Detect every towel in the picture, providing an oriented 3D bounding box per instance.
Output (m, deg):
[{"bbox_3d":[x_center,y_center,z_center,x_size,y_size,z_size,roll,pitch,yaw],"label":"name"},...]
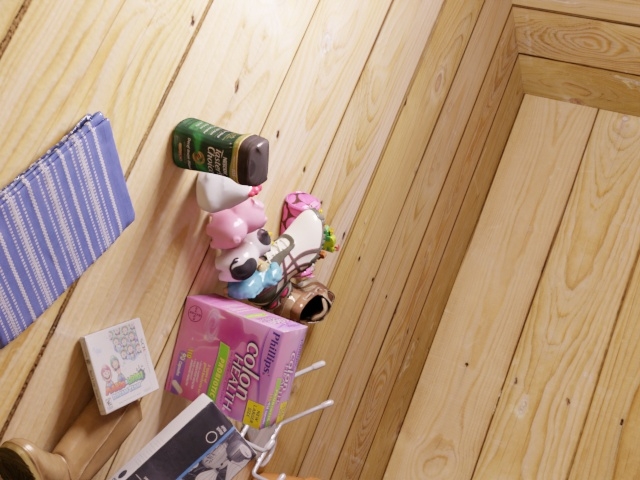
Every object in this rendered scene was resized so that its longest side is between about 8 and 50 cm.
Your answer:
[{"bbox_3d":[-0.421,-0.023,1.300,0.336,0.040,0.243,-52,151,-37],"label":"towel"}]

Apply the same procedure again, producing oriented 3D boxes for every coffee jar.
[{"bbox_3d":[-0.181,-0.163,1.545,0.079,0.184,0.096,-40,140,-53],"label":"coffee jar"}]

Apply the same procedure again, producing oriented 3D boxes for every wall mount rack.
[{"bbox_3d":[-0.096,0.485,2.264,0.304,0.130,0.350,-57,153,-34],"label":"wall mount rack"}]

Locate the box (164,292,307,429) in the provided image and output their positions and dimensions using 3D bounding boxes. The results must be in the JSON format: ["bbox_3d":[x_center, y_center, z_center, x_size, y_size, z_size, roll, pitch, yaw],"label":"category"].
[{"bbox_3d":[-0.180,0.250,1.764,0.117,0.243,0.213,0,106,-67],"label":"box"}]

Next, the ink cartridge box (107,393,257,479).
[{"bbox_3d":[-0.299,0.476,1.643,0.332,0.065,0.165,-42,112,-16],"label":"ink cartridge box"}]

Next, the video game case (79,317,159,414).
[{"bbox_3d":[-0.365,0.227,1.525,0.157,0.019,0.143,-18,92,-64],"label":"video game case"}]

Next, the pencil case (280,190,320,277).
[{"bbox_3d":[-0.048,-0.011,2.066,0.095,0.098,0.209,-19,123,-41],"label":"pencil case"}]

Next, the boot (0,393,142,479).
[{"bbox_3d":[-0.433,0.339,1.464,0.269,0.089,0.236,-55,154,-43],"label":"boot"}]

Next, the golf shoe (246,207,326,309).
[{"bbox_3d":[-0.087,0.039,1.953,0.120,0.105,0.273,23,102,-50],"label":"golf shoe"}]

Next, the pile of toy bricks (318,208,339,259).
[{"bbox_3d":[0.000,0.000,2.178,0.118,0.105,0.212,-47,147,-46],"label":"pile of toy bricks"}]

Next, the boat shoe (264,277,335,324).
[{"bbox_3d":[-0.031,0.174,2.198,0.324,0.116,0.123,2,112,-65],"label":"boat shoe"}]

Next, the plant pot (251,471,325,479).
[{"bbox_3d":[-0.111,0.784,2.343,0.291,0.203,0.291,-48,147,-47],"label":"plant pot"}]

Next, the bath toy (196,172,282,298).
[{"bbox_3d":[-0.164,-0.027,1.752,0.348,0.129,0.151,80,11,-48],"label":"bath toy"}]
